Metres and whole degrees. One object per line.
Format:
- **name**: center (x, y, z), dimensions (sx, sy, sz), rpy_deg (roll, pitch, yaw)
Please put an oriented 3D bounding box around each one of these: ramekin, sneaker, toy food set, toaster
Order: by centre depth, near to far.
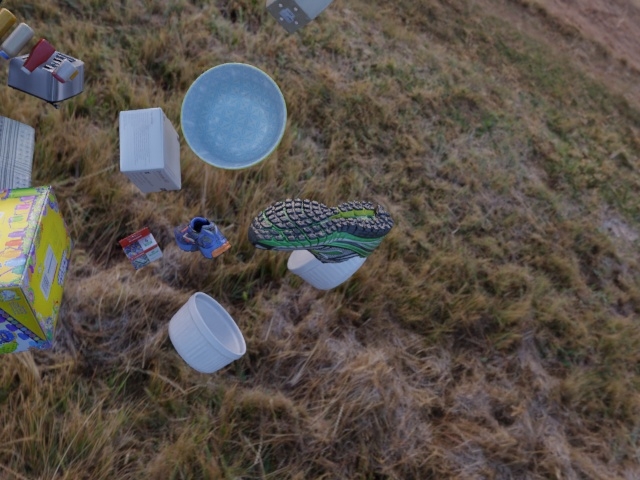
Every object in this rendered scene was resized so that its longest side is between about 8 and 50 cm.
- **sneaker**: center (0.000, 0.000, 1.216), dimensions (0.343, 0.146, 0.134), rpy_deg (1, 42, -27)
- **sneaker**: center (-0.301, -0.021, 1.344), dimensions (0.083, 0.221, 0.087), rpy_deg (-33, 118, -34)
- **toy food set**: center (-0.745, -0.473, 1.402), dimensions (0.111, 0.232, 0.105), rpy_deg (33, 82, 35)
- **ramekin**: center (-0.303, 0.249, 1.420), dimensions (0.109, 0.207, 0.207), rpy_deg (-38, 83, 5)
- **ramekin**: center (0.037, 0.033, 1.668), dimensions (0.127, 0.272, 0.273), rpy_deg (46, 51, -16)
- **toaster**: center (-0.842, -0.509, 1.676), dimensions (0.185, 0.110, 0.168), rpy_deg (22, 33, 3)

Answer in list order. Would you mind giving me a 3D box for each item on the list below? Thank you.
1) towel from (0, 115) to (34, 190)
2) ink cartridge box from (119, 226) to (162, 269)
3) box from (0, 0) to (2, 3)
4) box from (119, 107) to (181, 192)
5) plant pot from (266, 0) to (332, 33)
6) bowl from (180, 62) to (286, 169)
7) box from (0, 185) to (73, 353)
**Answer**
- **towel**: center (-0.935, -0.234, 1.450), dimensions (0.312, 0.056, 0.325), rpy_deg (21, 47, -45)
- **ink cartridge box**: center (-0.357, 0.018, 1.077), dimensions (0.062, 0.115, 0.029), rpy_deg (-30, 77, -17)
- **box**: center (-1.035, -0.763, 1.705), dimensions (0.060, 0.270, 0.216), rpy_deg (34, 30, -33)
- **box**: center (-0.478, -0.250, 1.526), dimensions (0.118, 0.181, 0.182), rpy_deg (-6, 76, 0)
- **plant pot**: center (-0.047, -0.490, 1.095), dimensions (0.109, 0.109, 0.096), rpy_deg (39, 59, -31)
- **bowl**: center (-0.232, -0.335, 1.523), dimensions (0.289, 0.156, 0.290), rpy_deg (0, 91, 2)
- **box**: center (-0.661, 0.057, 1.033), dimensions (0.278, 0.177, 0.290), rpy_deg (-5, 43, -9)
